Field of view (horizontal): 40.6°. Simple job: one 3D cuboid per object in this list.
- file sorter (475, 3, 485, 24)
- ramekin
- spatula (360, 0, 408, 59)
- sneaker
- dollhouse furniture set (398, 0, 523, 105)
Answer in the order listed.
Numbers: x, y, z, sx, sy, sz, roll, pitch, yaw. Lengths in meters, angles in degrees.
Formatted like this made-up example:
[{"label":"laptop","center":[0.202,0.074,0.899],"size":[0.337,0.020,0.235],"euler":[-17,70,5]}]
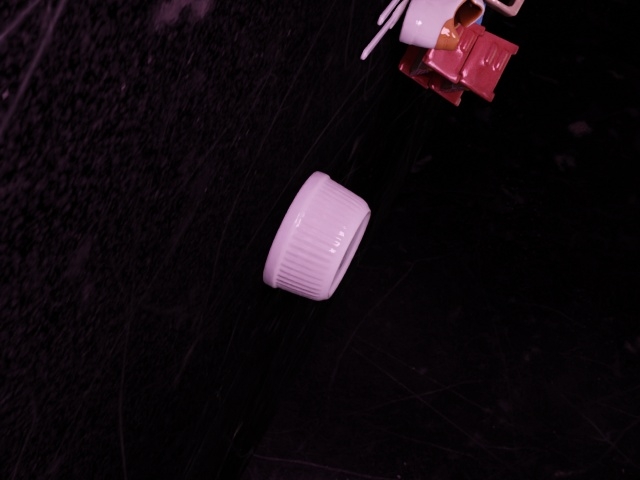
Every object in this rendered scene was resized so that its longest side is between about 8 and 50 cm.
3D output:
[{"label":"file sorter","center":[0.285,-0.470,1.852],"size":[0.118,0.105,0.170],"euler":[-63,173,-2]},{"label":"ramekin","center":[0.000,0.000,1.426],"size":[0.207,0.109,0.207],"euler":[-63,173,-15]},{"label":"spatula","center":[0.124,-0.388,1.351],"size":[0.242,0.019,0.168],"euler":[-56,175,-49]},{"label":"sneaker","center":[0.235,-0.442,1.512],"size":[0.106,0.123,0.290],"euler":[96,14,-67]},{"label":"dollhouse furniture set","center":[0.316,-0.459,1.660],"size":[0.374,0.152,0.201],"euler":[-63,-168,4]}]
